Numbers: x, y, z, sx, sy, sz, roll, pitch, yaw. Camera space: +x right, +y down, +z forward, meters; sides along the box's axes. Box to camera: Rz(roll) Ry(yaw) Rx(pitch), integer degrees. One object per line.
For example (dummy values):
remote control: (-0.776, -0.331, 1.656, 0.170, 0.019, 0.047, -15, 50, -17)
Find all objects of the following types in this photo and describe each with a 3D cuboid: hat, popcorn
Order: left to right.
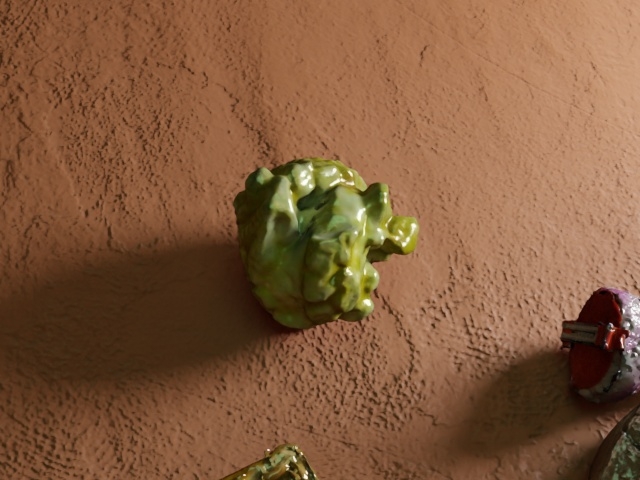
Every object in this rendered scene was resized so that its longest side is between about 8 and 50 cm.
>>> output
popcorn: (0.000, -0.001, 1.320, 0.185, 0.167, 0.187, -33, 69, -30)
hat: (0.376, 0.125, 1.309, 0.227, 0.140, 0.129, 14, 65, -12)

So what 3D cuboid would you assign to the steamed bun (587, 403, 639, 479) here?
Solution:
steamed bun: (0.349, 0.243, 1.229, 0.145, 0.106, 0.175, 26, 60, 11)

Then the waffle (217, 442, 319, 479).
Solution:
waffle: (-0.100, 0.349, 1.121, 0.308, 0.091, 0.213, -26, 63, -21)
